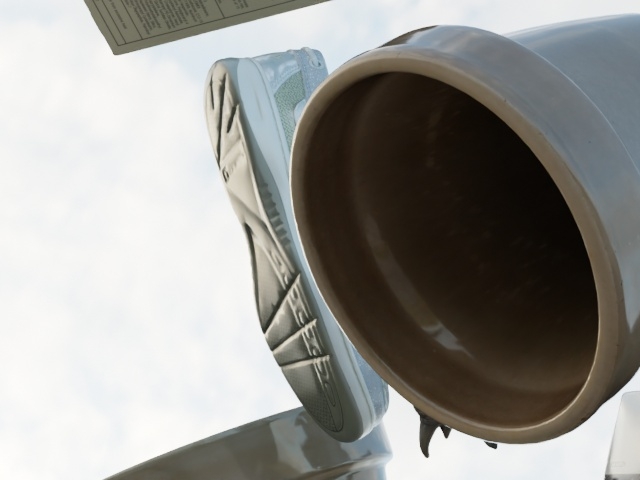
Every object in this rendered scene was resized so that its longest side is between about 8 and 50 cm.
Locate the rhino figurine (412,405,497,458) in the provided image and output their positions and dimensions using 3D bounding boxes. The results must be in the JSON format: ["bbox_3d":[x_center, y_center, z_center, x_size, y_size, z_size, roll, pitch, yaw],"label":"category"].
[{"bbox_3d":[0.157,0.080,1.545,0.106,0.243,0.073,36,-5,-27],"label":"rhino figurine"}]

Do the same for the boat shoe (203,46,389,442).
[{"bbox_3d":[-0.001,-0.001,1.480,0.103,0.320,0.118,-14,-12,-23],"label":"boat shoe"}]

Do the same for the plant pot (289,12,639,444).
[{"bbox_3d":[0.148,-0.034,1.178,0.263,0.229,0.263,28,-47,35],"label":"plant pot"}]

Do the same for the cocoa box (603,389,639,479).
[{"bbox_3d":[0.317,0.216,1.095,0.231,0.228,0.347,15,-10,-10],"label":"cocoa box"}]

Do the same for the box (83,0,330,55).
[{"bbox_3d":[-0.069,-0.289,1.696,0.311,0.121,0.148,-11,-49,15],"label":"box"}]

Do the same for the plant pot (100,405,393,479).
[{"bbox_3d":[-0.051,0.323,1.684,0.323,0.280,0.323,-21,-10,-4],"label":"plant pot"}]
